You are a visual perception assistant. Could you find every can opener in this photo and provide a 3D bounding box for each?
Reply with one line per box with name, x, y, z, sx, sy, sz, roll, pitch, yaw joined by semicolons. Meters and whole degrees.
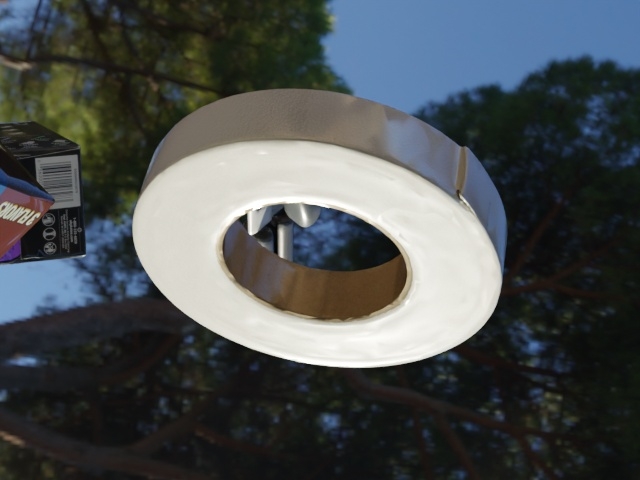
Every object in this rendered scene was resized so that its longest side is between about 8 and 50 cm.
can opener;-0.052;0.000;1.628;0.095;0.076;0.283;37;-29;24

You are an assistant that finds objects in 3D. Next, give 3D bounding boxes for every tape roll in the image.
tape roll;0.000;0.000;1.289;0.392;0.392;0.072;-27;-143;39

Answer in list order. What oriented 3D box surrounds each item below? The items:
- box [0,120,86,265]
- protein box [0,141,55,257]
box;-0.445;-0.074;1.788;0.270;0.143;0.165;27;-61;60
protein box;-0.261;-0.024;0.489;0.200;0.136;0.201;-45;-104;4
